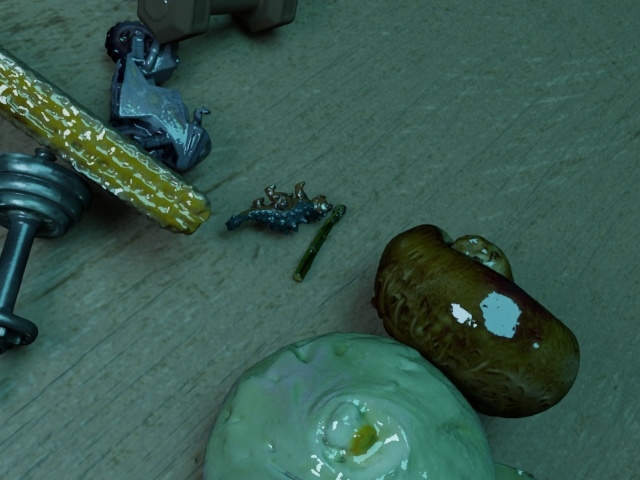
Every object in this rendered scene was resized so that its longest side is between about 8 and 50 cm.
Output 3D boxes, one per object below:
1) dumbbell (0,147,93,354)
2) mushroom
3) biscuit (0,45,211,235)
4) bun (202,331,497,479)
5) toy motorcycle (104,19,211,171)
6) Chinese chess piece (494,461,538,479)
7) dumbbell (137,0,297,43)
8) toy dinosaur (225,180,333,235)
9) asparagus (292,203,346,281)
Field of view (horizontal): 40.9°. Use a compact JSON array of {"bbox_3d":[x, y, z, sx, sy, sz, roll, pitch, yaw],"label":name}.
[{"bbox_3d":[-0.290,0.027,0.806,0.110,0.110,0.255,17,64,-20],"label":"dumbbell"},{"bbox_3d":[0.163,0.090,0.937,0.153,0.253,0.253,-43,89,-1],"label":"mushroom"},{"bbox_3d":[-0.270,-0.127,0.844,0.378,0.094,0.054,36,90,-9],"label":"biscuit"},{"bbox_3d":[0.025,0.187,0.786,0.283,0.179,0.283,-1,43,1],"label":"bun"},{"bbox_3d":[-0.184,-0.160,0.970,0.122,0.080,0.215,8,59,-24],"label":"toy motorcycle"},{"bbox_3d":[0.169,0.352,0.878,0.250,0.101,0.250,13,59,-22],"label":"Chinese chess piece"},{"bbox_3d":[-0.119,-0.289,1.032,0.082,0.092,0.231,23,27,27],"label":"dumbbell"},{"bbox_3d":[-0.047,-0.034,0.995,0.154,0.049,0.055,-14,76,-38],"label":"toy dinosaur"},{"bbox_3d":[0.000,0.000,1.022,0.018,0.015,0.127,42,53,-14],"label":"asparagus"}]
